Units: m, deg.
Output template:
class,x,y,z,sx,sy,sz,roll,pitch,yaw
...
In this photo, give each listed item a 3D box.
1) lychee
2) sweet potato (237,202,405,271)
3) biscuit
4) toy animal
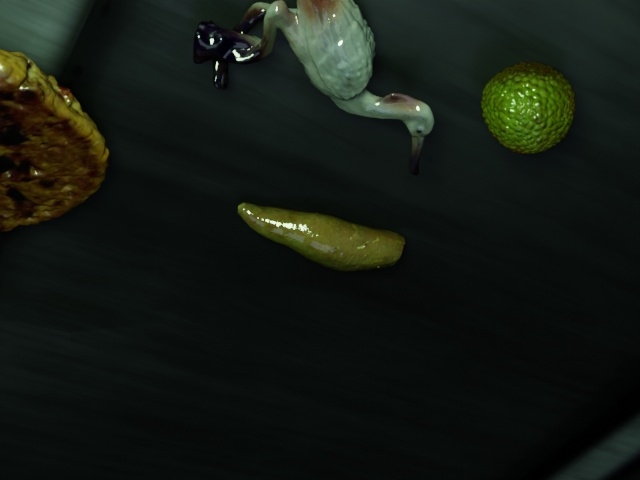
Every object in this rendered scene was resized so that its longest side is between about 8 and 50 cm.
class,x,y,z,sx,sy,sz,roll,pitch,yaw
lychee,0.249,-0.160,1.262,0.114,0.114,0.146,-20,178,16
sweet potato,0.000,0.000,1.447,0.244,0.077,0.077,11,137,-21
biscuit,-0.414,-0.123,1.241,0.290,0.081,0.334,-16,146,12
toy animal,0.019,-0.203,1.200,0.324,0.090,0.195,21,139,-16
